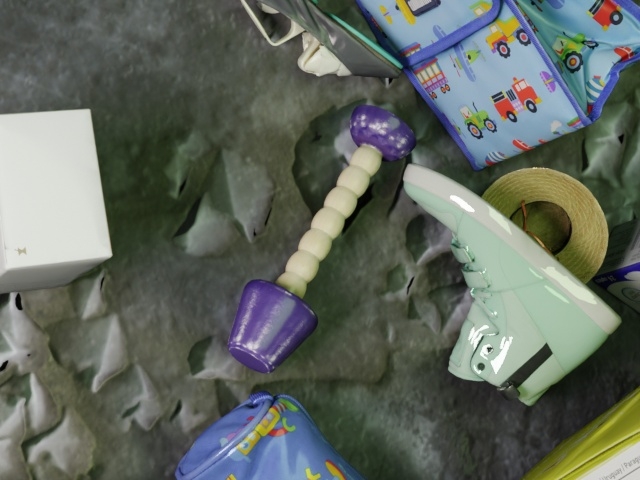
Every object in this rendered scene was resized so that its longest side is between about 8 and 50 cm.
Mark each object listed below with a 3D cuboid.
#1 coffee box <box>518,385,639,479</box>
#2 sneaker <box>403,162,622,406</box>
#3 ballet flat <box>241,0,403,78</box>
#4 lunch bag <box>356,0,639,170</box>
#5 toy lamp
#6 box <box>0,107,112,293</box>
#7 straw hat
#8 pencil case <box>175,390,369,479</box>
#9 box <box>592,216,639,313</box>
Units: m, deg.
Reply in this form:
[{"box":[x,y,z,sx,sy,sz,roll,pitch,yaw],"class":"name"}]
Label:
[{"box":[0.344,0.291,1.447,0.334,0.338,0.337,52,39,6],"class":"coffee box"},{"box":[0.147,0.049,1.619,0.256,0.094,0.151,41,95,-1],"class":"sneaker"},{"box":[-0.014,-0.206,1.627,0.203,0.074,0.074,39,68,-18],"class":"ballet flat"},{"box":[0.145,-0.233,1.607,0.293,0.221,0.138,47,67,-9],"class":"lunch bag"},{"box":[0.000,0.000,1.583,0.080,0.080,0.274,36,70,-13],"class":"toy lamp"},{"box":[-0.250,-0.029,1.433,0.091,0.170,0.130,-6,84,-23],"class":"box"},{"box":[0.220,-0.014,1.680,0.144,0.144,0.061,56,25,-5],"class":"straw hat"},{"box":[0.016,0.263,1.517,0.306,0.119,0.133,43,84,-10],"class":"pencil case"},{"box":[0.370,0.036,1.703,0.137,0.126,0.072,33,68,-13],"class":"box"}]
